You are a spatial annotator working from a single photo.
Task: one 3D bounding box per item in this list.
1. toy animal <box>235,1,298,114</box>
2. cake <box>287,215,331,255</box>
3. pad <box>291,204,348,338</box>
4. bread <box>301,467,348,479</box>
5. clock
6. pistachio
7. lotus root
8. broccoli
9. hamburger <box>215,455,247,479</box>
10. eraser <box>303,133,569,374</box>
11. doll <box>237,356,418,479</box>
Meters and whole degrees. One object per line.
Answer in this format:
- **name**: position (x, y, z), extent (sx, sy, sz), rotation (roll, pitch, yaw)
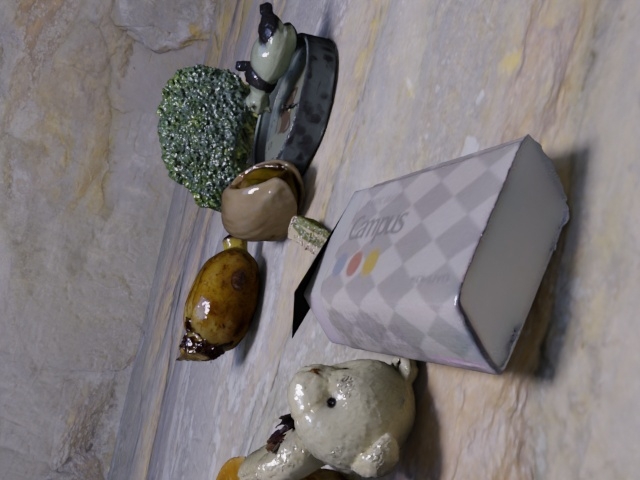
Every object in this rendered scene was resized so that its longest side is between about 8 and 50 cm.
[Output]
- **toy animal**: position (-0.111, -0.365, 1.511), extent (0.225, 0.093, 0.121), rotation (-60, 33, 33)
- **cake**: position (0.000, 0.000, 1.250), extent (0.140, 0.055, 0.051), rotation (32, 106, 51)
- **pad**: position (0.004, 0.039, 1.058), extent (0.190, 0.004, 0.127), rotation (-57, -16, -34)
- **bread**: position (-0.045, 0.426, 0.976), extent (0.210, 0.099, 0.235), rotation (142, 138, -59)
- **clock**: position (-0.060, -0.274, 1.528), extent (0.325, 0.067, 0.325), rotation (-166, 90, -70)
- **pistachio**: position (-0.115, -0.074, 1.429), extent (0.238, 0.153, 0.138), rotation (-48, 13, 54)
- **lotus root**: position (-0.204, 0.122, 1.544), extent (0.169, 0.141, 0.314), rotation (-24, 46, 62)
- **broccoli**: position (-0.221, -0.249, 1.752), extent (0.249, 0.301, 0.376), rotation (-24, 81, 40)
- **hamburger**: position (-0.136, 0.441, 1.237), extent (0.138, 0.083, 0.147), rotation (-103, 36, -59)
- **eraser**: position (0.104, 0.023, 0.836), extent (0.213, 0.082, 0.396), rotation (-64, 17, -13)
- **doll**: position (-0.008, 0.227, 0.890), extent (0.278, 0.149, 0.175), rotation (-41, 19, 41)
